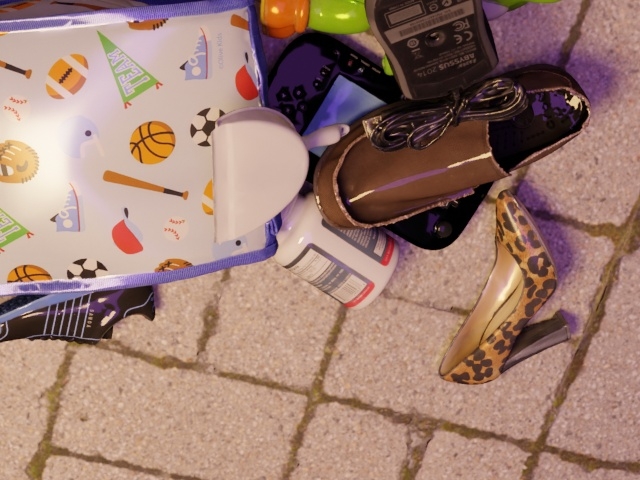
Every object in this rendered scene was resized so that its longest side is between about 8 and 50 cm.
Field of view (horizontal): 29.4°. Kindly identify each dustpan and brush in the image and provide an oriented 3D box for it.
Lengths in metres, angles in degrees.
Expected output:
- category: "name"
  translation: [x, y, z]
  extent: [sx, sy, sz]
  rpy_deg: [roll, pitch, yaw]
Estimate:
- category: "dustpan and brush"
  translation: [-0.042, -0.093, 1.358]
  extent: [0.211, 0.060, 0.147]
  rpy_deg: [-17, 125, -29]

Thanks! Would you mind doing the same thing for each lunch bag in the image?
- category: "lunch bag"
  translation: [-0.246, -0.120, 1.402]
  extent: [0.386, 0.239, 0.327]
  rpy_deg: [-5, 109, 3]

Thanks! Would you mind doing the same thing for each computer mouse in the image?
- category: "computer mouse"
  translation: [0.115, -0.220, 1.318]
  extent: [0.189, 0.072, 0.272]
  rpy_deg: [-15, 141, 6]

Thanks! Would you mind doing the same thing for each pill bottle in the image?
- category: "pill bottle"
  translation: [0.000, 0.000, 1.537]
  extent: [0.180, 0.108, 0.108]
  rpy_deg: [33, 104, -16]

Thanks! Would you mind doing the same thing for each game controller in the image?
- category: "game controller"
  translation: [0.068, -0.121, 1.521]
  extent: [0.319, 0.067, 0.166]
  rpy_deg: [30, 105, -16]

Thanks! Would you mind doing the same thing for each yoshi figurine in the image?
- category: "yoshi figurine"
  translation: [0.115, -0.313, 1.420]
  extent: [0.362, 0.203, 0.203]
  rpy_deg: [1, 140, 5]

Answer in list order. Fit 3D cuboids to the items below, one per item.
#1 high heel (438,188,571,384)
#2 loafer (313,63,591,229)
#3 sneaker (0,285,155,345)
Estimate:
- category: "high heel"
  translation: [0.214, 0.071, 1.589]
  extent: [0.186, 0.093, 0.261]
  rpy_deg: [-24, 120, -3]
- category: "loafer"
  translation: [0.162, -0.120, 1.453]
  extent: [0.366, 0.130, 0.133]
  rpy_deg: [-26, 103, -9]
- category: "sneaker"
  translation: [-0.324, 0.099, 1.554]
  extent: [0.232, 0.081, 0.090]
  rpy_deg: [-20, 104, 1]
